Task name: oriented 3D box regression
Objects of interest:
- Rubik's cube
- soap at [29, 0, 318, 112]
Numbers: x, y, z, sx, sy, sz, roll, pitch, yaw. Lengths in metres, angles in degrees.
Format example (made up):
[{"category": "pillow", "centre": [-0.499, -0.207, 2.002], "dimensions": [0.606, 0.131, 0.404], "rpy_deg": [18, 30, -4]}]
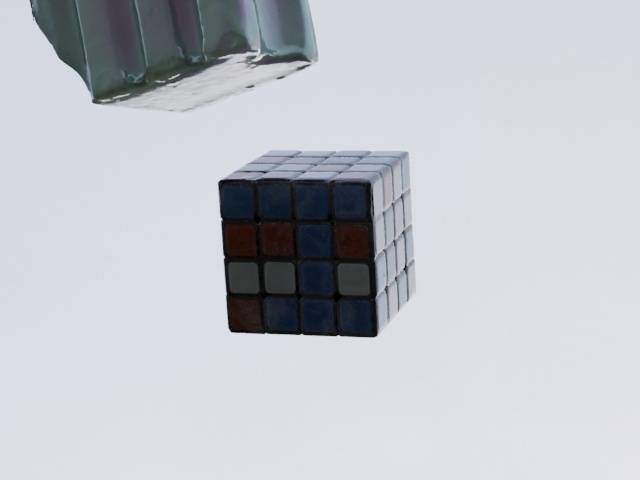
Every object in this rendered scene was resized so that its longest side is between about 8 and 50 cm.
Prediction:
[{"category": "Rubik's cube", "centre": [0.000, 0.000, 0.939], "dimensions": [0.092, 0.092, 0.092], "rpy_deg": [1, -76, 17]}, {"category": "soap", "centre": [-0.096, -0.195, 0.923], "dimensions": [0.145, 0.231, 0.091], "rpy_deg": [-16, -9, 33]}]
